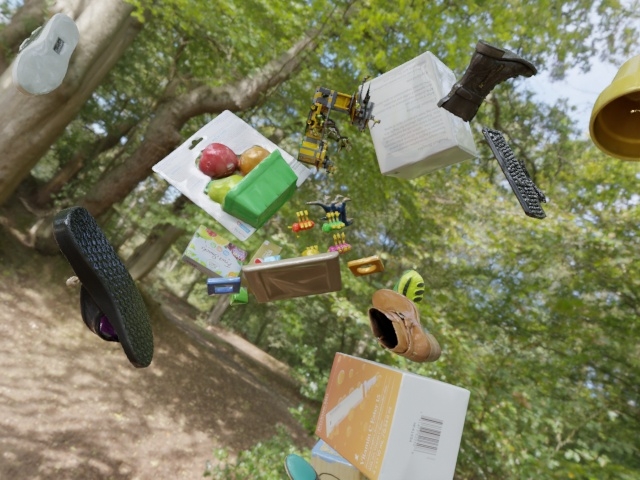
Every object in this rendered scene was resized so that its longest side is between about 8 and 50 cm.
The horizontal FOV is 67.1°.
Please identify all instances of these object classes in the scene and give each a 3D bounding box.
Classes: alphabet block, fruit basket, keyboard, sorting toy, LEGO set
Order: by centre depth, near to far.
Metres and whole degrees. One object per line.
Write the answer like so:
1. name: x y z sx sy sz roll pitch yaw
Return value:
1. sorting toy: -0.049 0.065 0.957 0.347 0.047 0.196 -9 -26 0
2. LEGO set: 0.060 -0.296 1.310 0.192 0.255 0.331 15 5 -2
3. fruit basket: -0.260 -0.203 1.457 0.353 0.327 0.165 34 -28 12
4. keyboard: 0.610 -0.205 1.480 0.201 0.317 0.033 3 -30 -46
5. alphabet block: 0.084 0.777 1.637 0.192 0.197 0.193 7 13 26

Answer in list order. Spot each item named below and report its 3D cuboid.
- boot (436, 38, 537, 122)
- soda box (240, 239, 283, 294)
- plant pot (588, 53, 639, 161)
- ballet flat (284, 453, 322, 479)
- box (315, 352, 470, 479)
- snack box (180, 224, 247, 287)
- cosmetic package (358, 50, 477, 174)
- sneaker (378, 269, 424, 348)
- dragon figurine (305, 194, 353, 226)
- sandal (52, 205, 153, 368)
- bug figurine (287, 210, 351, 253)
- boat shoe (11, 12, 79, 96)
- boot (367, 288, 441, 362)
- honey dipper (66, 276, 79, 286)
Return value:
1. boot: 0.496 -0.461 1.450 0.263 0.229 0.091 9 35 -26
2. soda box: -0.161 0.071 1.310 0.058 0.061 0.181 26 29 1
3. plant pot: 0.914 -0.393 1.360 0.254 0.239 0.254 21 -32 14
4. ballet flat: -0.023 0.663 1.291 0.206 0.073 0.067 39 -43 24
5. box: 0.145 0.395 1.091 0.168 0.215 0.345 19 -12 -18
6. snack box: -0.264 0.040 1.208 0.141 0.100 0.037 33 -39 -19
7. cosmetic package: 0.410 -0.495 2.013 0.329 0.394 0.327 -17 -7 31
8. sneaker: 0.275 0.235 1.600 0.109 0.295 0.123 18 17 3
9. dragon figurine: 0.052 -0.115 2.064 0.085 0.144 0.289 24 23 33
10. sandal: -0.535 0.127 1.183 0.167 0.107 0.446 -97 170 -66
11. bug figurine: 0.000 0.000 1.788 0.072 0.216 0.279 85 -8 -46
12. boat shoe: -0.529 -0.344 0.917 0.070 0.219 0.078 -14 -41 23
13. boot: 0.183 0.215 1.302 0.220 0.109 0.283 23 25 -45
14. honey dipper: -0.791 0.123 1.579 0.030 0.030 0.160 39 -38 -28
